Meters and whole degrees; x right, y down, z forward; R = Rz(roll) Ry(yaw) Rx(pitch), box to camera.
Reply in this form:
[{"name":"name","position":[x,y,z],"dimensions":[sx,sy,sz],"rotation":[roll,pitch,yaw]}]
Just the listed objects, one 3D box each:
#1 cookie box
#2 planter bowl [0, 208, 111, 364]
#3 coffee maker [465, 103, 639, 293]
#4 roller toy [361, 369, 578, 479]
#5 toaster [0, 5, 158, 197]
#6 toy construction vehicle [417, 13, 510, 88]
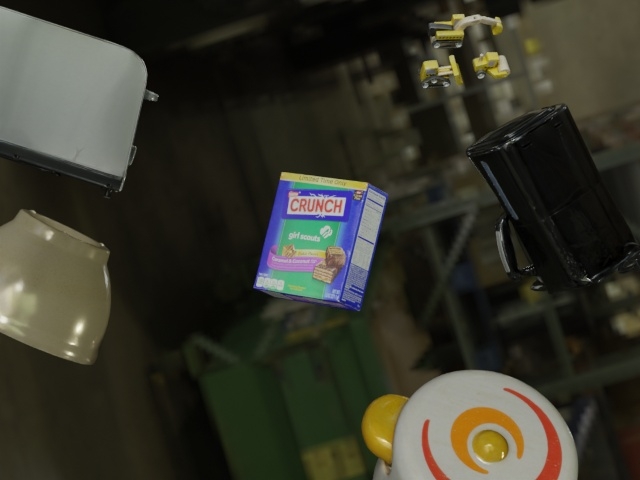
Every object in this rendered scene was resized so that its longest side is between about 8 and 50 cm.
[{"name":"cookie box","position":[0.000,0.000,1.562],"dimensions":[0.040,0.092,0.107],"rotation":[28,73,-57]},{"name":"planter bowl","position":[-0.268,0.037,1.742],"dimensions":[0.109,0.162,0.162],"rotation":[-64,172,2]},{"name":"coffee maker","position":[0.253,-0.049,1.880],"dimensions":[0.120,0.171,0.178],"rotation":[-39,104,-44]},{"name":"roller toy","position":[0.156,0.233,1.825],"dimensions":[0.209,0.191,0.146],"rotation":[59,-26,25]},{"name":"toaster","position":[-0.221,-0.112,1.353],"dimensions":[0.168,0.186,0.110],"rotation":[-148,-104,-80]},{"name":"toy construction vehicle","position":[0.151,-0.204,1.921],"dimensions":[0.035,0.098,0.086],"rotation":[93,-8,-50]}]
